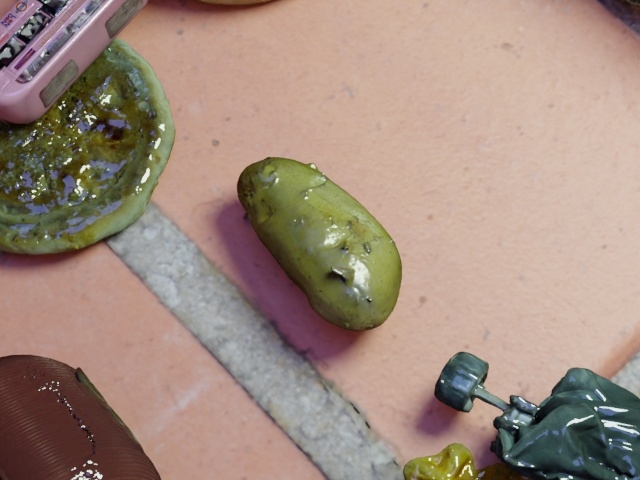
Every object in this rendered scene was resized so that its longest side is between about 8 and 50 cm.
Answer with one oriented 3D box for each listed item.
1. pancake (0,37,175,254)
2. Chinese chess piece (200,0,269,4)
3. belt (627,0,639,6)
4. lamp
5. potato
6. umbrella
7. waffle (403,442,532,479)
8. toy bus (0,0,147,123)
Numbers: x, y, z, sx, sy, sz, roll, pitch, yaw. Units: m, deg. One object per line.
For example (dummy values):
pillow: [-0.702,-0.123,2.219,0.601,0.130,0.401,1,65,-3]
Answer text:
pancake: [-0.258,-0.096,1.203,0.254,0.037,0.253,-2,67,4]
Chinese chess piece: [-0.082,-0.361,1.251,0.270,0.112,0.270,-1,71,4]
belt: [0.285,-0.337,1.175,0.160,0.207,0.295,-33,86,-13]
lamp: [-0.223,0.193,1.002,0.180,0.180,0.258,-38,51,-10]
potato: [0.000,0.000,1.129,0.188,0.085,0.105,46,40,16]
umbrella: [0.253,0.180,1.029,0.349,0.143,0.094,29,109,17]
waffle: [0.113,0.284,1.031,0.238,0.059,0.243,-13,68,-2]
toy bus: [-0.245,-0.198,1.195,0.090,0.063,0.203,34,74,15]
